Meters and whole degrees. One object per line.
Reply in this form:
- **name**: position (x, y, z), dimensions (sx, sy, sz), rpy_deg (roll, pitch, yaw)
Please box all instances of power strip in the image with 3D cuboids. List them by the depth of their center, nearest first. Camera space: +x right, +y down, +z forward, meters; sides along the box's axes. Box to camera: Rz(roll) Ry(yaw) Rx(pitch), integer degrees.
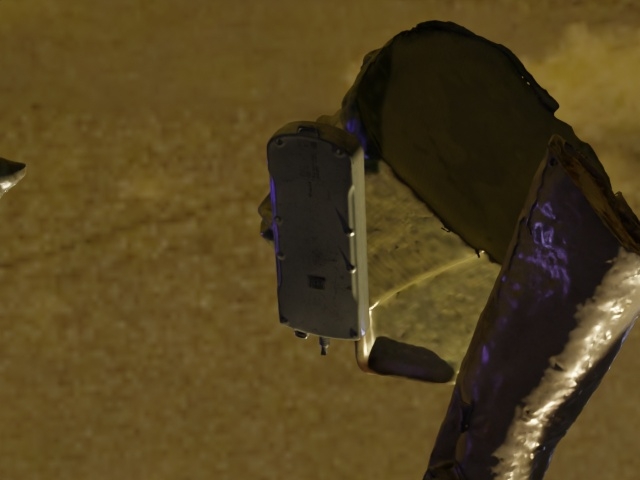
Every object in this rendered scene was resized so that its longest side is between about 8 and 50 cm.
- **power strip**: position (0.000, 0.000, 1.528), dimensions (0.080, 0.029, 0.227), rpy_deg (11, 123, 23)

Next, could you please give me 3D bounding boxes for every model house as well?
- **model house**: position (0.100, -0.030, 1.854), dimensions (0.321, 0.261, 0.266), rpy_deg (41, 133, -14)

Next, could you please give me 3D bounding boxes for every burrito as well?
- **burrito**: position (0.118, 0.060, 0.987), dimensions (0.060, 0.087, 0.226), rpy_deg (-21, 138, -57)

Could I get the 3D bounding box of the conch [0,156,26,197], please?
- **conch**: position (-0.448, -0.030, 1.598), dimensions (0.386, 0.169, 0.203), rpy_deg (-1, 162, 7)
